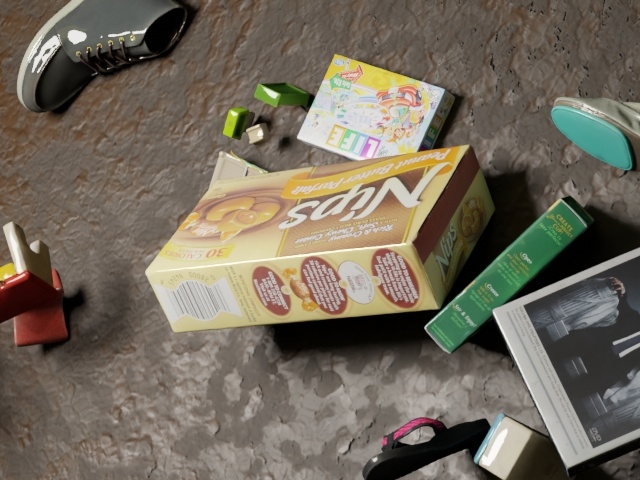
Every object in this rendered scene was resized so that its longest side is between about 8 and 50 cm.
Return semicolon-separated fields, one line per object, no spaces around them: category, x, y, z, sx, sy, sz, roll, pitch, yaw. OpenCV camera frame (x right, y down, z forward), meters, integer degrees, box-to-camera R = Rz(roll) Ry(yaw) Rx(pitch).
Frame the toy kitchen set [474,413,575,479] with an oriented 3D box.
toy kitchen set;0.116;0.249;1.840;0.166;0.122;0.207;29;89;36

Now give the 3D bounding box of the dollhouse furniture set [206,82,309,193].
dollhouse furniture set;-0.067;-0.101;2.146;0.076;0.058;0.152;26;107;29

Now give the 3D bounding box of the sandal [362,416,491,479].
sandal;0.095;0.194;1.844;0.067;0.179;0.040;-42;72;37

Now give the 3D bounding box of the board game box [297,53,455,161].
board game box;0.059;-0.132;2.075;0.154;0.026;0.103;21;85;36

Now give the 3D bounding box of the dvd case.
dvd case;0.303;0.095;1.787;0.238;0.029;0.179;-23;60;0

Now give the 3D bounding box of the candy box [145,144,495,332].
candy box;0.000;0.000;1.973;0.316;0.087;0.183;-6;32;30

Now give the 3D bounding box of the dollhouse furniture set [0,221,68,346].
dollhouse furniture set;-0.437;0.148;2.189;0.374;0.201;0.152;-24;61;16

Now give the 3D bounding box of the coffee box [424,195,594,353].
coffee box;0.187;0.031;1.881;0.184;0.113;0.040;-44;83;12

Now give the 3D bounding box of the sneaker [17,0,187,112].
sneaker;-0.262;-0.224;2.276;0.222;0.083;0.118;-51;55;5

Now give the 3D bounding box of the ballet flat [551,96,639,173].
ballet flat;0.324;-0.097;1.882;0.068;0.072;0.213;-41;52;-21
